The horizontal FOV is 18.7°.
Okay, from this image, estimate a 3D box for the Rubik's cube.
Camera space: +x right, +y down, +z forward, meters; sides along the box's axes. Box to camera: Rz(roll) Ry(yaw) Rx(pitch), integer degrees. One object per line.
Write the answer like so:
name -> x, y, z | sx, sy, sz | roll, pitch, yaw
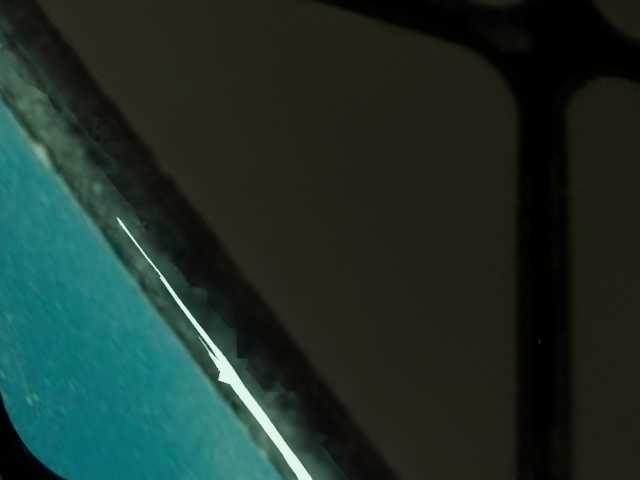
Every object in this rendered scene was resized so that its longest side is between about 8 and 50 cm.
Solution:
Rubik's cube -> 0.000, 0.000, 0.569 | 0.255, 0.259, 0.260 | -35, 173, -38
